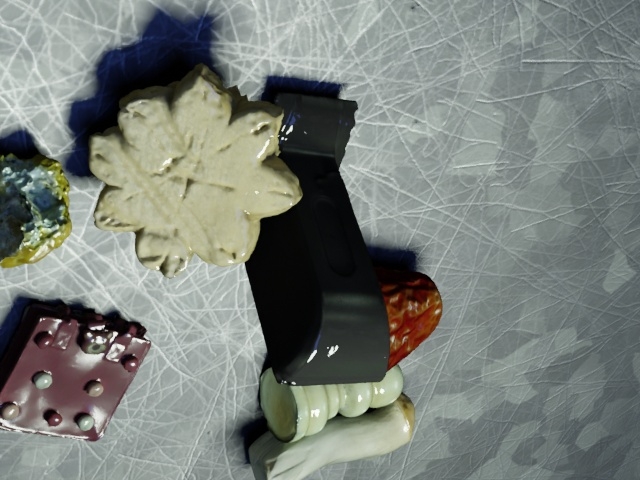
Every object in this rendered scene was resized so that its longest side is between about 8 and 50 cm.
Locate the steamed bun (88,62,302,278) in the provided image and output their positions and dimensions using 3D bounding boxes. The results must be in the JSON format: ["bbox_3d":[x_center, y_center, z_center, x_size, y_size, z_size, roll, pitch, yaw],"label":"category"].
[{"bbox_3d":[-0.165,-0.103,1.776,0.292,0.137,0.295,4,106,5],"label":"steamed bun"}]

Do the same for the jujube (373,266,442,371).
[{"bbox_3d":[0.082,0.128,2.097,0.255,0.190,0.190,-15,130,-28],"label":"jujube"}]

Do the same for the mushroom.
[{"bbox_3d":[0.026,0.357,2.245,0.328,0.159,0.122,-17,119,-24],"label":"mushroom"}]

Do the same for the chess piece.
[{"bbox_3d":[0.030,0.256,2.196,0.243,0.133,0.133,-10,127,-30],"label":"chess piece"}]

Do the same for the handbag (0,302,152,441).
[{"bbox_3d":[-0.380,0.200,1.951,0.203,0.074,0.216,17,113,-38],"label":"handbag"}]

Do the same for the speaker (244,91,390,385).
[{"bbox_3d":[0.000,0.000,1.845,0.180,0.388,0.184,1,147,-31],"label":"speaker"}]

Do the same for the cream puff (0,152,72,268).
[{"bbox_3d":[-0.397,-0.041,1.728,0.156,0.156,0.121,3,152,-31],"label":"cream puff"}]
